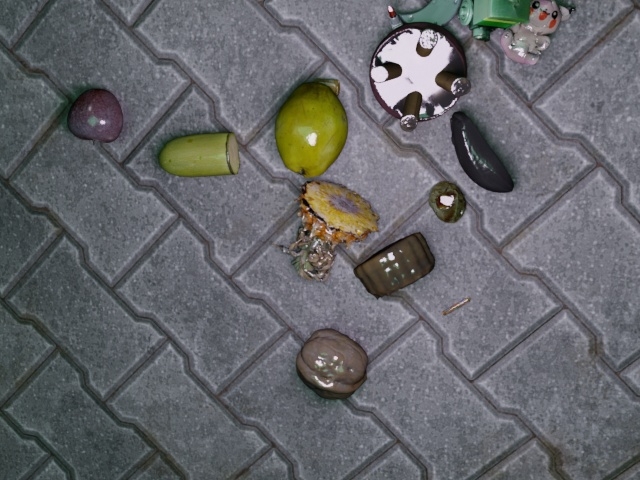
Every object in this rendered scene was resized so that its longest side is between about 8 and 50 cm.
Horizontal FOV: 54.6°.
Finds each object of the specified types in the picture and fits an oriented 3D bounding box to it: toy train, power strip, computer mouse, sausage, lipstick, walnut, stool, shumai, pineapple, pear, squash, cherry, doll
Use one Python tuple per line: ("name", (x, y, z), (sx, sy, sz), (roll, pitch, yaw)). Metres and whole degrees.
("toy train", (0.439, -0.667, 1.566), (0.120, 0.202, 0.301), (1, 96, -16))
("power strip", (0.320, -0.663, 1.688), (0.137, 0.044, 0.216), (38, 106, 1))
("computer mouse", (0.424, -0.227, 1.705), (0.086, 0.137, 0.270), (-36, 94, 6))
("sausage", (0.406, 0.197, 1.855), (0.100, 0.015, 0.015), (-32, 94, 15))
("lipstick", (0.202, -0.595, 1.679), (0.030, 0.129, 0.030), (-23, 69, 15))
("walnut", (0.037, 0.376, 1.867), (0.224, 0.224, 0.224), (2, 101, 10))
("stool", (0.262, -0.436, 1.654), (0.272, 0.178, 0.272), (3, 113, 6))
("shumai", (0.364, -0.106, 1.766), (0.099, 0.087, 0.124), (-34, 94, 14))
("pineapple", (0.000, 0.000, 1.807), (0.262, 0.262, 0.272), (33, 124, 3))
("pear", (-0.026, -0.311, 1.738), (0.212, 0.212, 0.269), (9, 86, 9))
("squash", (-0.372, -0.250, 1.855), (0.247, 0.132, 0.133), (-4, 100, 11))
("cherry", (-0.680, -0.376, 1.884), (0.176, 0.140, 0.176), (0, 89, 20))
("doll", (0.561, -0.563, 1.637), (0.149, 0.095, 0.192), (30, 103, -2))

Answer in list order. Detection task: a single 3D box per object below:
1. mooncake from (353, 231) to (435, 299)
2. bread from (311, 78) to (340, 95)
("mooncake", (0.212, 0.075, 1.760), (0.228, 0.228, 0.124), (-31, 90, 15))
("bread", (0.014, -0.443, 1.794), (0.088, 0.034, 0.049), (6, 116, 14))
